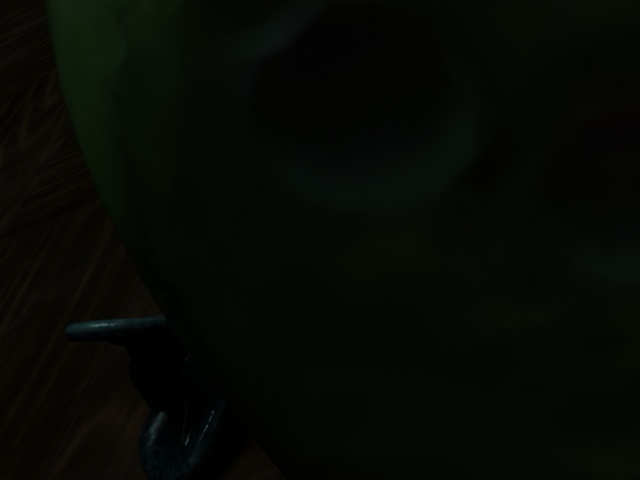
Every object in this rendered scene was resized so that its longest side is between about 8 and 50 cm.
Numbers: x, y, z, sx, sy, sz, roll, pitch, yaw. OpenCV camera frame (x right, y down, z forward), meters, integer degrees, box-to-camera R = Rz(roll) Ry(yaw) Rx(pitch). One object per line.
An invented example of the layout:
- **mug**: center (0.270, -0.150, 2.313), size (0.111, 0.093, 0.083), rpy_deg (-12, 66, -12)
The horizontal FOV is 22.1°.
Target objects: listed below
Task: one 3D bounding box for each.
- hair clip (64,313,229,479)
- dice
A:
- **hair clip**: center (0.000, 0.000, 0.743), size (0.048, 0.083, 0.275), rpy_deg (-14, 21, 47)
- **dice**: center (0.081, -0.063, 0.514), size (0.250, 0.252, 0.254), rpy_deg (-24, 26, 19)
